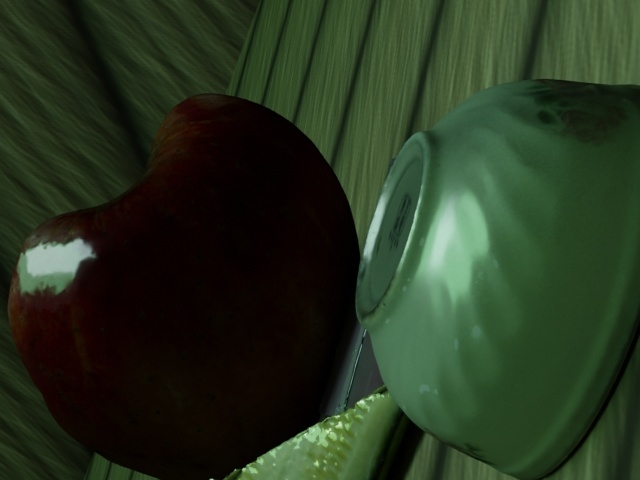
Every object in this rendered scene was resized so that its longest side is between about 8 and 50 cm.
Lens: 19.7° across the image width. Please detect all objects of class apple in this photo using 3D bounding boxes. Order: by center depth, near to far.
[{"bbox_3d":[-0.117,0.061,1.797,0.295,0.328,0.365,-101,-4,-54],"label":"apple"}]

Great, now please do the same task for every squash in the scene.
[{"bbox_3d":[0.007,0.168,1.603,0.169,0.093,0.252,35,116,32],"label":"squash"}]

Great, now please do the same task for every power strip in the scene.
[{"bbox_3d":[0.058,0.045,1.726,0.109,0.037,0.279,166,121,-79],"label":"power strip"}]

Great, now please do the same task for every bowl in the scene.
[{"bbox_3d":[0.111,0.011,1.235,0.277,0.145,0.277,-165,90,-81],"label":"bowl"}]
